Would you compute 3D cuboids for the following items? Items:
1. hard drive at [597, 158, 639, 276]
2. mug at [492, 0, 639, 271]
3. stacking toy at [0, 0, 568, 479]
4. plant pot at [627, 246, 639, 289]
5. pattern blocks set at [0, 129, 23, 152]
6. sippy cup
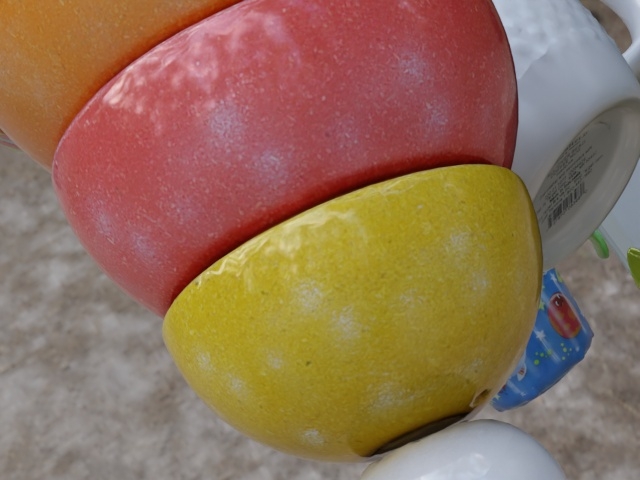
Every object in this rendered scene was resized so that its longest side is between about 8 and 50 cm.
[{"bbox_3d":[0.409,-0.037,1.681,0.040,0.307,0.203,-29,14,42],"label":"hard drive"},{"bbox_3d":[0.128,-0.152,1.166,0.374,0.276,0.328,-35,56,-28],"label":"mug"},{"bbox_3d":[0.000,0.000,0.740,0.350,0.350,0.480,-22,73,5],"label":"stacking toy"},{"bbox_3d":[0.433,-0.010,1.300,0.228,0.227,0.207,24,95,28],"label":"plant pot"},{"bbox_3d":[-0.330,-0.118,1.458,0.285,0.026,0.325,16,-6,1],"label":"pattern blocks set"},{"bbox_3d":[0.231,0.094,1.790,0.305,0.224,0.240,-38,1,34],"label":"sippy cup"}]
